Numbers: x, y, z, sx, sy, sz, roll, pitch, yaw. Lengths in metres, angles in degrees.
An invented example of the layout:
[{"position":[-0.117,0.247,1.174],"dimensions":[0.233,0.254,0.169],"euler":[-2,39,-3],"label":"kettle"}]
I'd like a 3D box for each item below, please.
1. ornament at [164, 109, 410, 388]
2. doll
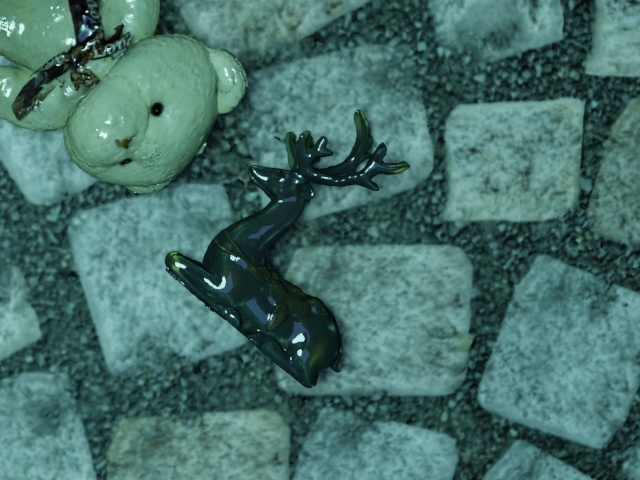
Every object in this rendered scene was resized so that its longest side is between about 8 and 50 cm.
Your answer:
[{"position":[0.000,0.000,1.374],"dimensions":[0.202,0.080,0.236],"euler":[41,88,-15],"label":"ornament"},{"position":[-0.212,-0.164,1.261],"dimensions":[0.278,0.149,0.175],"euler":[43,121,-6],"label":"doll"}]
